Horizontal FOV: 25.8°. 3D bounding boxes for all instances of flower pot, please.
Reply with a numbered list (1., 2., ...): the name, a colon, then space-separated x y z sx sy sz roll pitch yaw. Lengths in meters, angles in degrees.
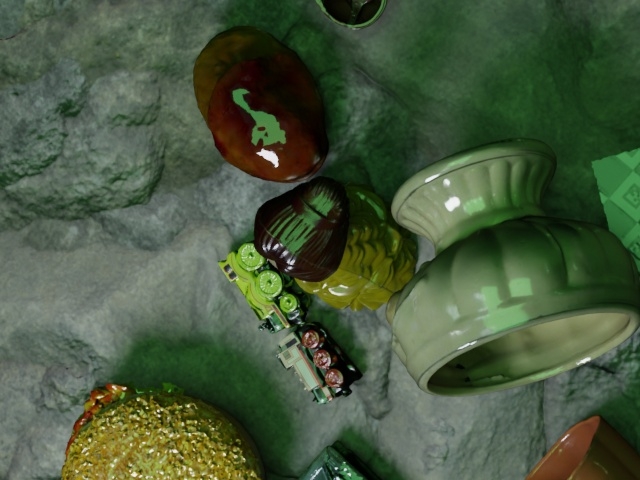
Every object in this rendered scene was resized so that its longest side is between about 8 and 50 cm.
1. flower pot: 0.343 0.335 1.697 0.173 0.190 0.190 39 99 3
2. flower pot: 0.216 0.033 1.690 0.307 0.307 0.244 -21 67 14

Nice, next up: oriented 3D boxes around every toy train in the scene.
1. toy train: -0.040 0.110 1.869 0.085 0.053 0.250 -39 80 21

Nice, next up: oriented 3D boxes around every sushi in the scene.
1. sushi: 0.473 -0.026 1.728 0.231 0.047 0.220 -15 85 15

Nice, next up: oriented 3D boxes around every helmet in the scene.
1. helmet: 0.043 -0.329 1.849 0.111 0.057 0.089 45 103 7

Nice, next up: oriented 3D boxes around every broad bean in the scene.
1. broad bean: -0.079 -0.179 1.848 0.156 0.122 0.228 -29 85 16

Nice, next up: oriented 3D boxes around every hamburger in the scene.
1. hamburger: -0.211 0.332 1.844 0.294 0.179 0.276 23 94 15

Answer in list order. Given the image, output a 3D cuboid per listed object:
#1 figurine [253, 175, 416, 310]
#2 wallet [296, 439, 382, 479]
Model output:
1. figurine: -0.003 0.003 1.722 0.168 0.315 0.187 -25 82 14
2. wallet: 0.055 0.397 1.837 0.236 0.055 0.160 43 106 12
